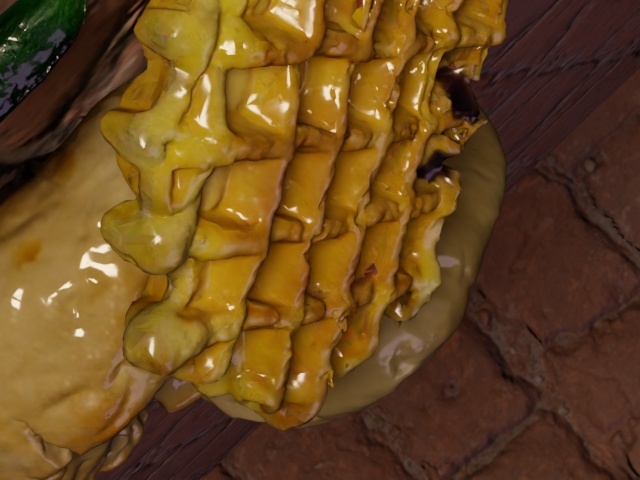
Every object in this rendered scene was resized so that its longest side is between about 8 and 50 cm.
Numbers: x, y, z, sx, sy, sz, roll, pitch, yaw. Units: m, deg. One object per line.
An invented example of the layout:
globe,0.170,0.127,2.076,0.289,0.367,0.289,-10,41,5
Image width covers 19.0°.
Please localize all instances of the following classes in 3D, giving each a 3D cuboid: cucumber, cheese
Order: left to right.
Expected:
cucumber,-0.156,-0.032,0.707,0.184,0.033,0.036,-42,147,0
cheese,0.000,0.000,1.088,0.214,0.117,0.226,-25,-141,52

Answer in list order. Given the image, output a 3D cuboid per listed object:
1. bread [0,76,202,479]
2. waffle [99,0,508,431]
bread,-0.103,0.031,0.938,0.244,0.134,0.244,-40,175,-5
waffle,0.007,-0.061,0.821,0.309,0.065,0.283,-51,148,-22
